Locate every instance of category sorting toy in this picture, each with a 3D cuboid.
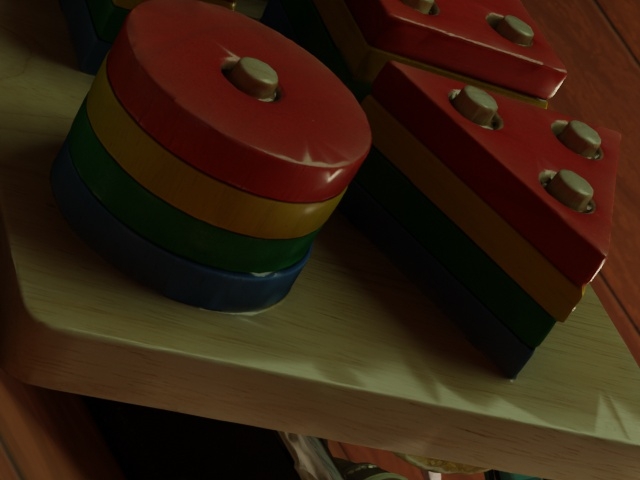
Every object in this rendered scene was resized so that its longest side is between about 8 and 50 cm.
[{"bbox_3d":[0.001,-0.044,0.625,0.257,0.089,0.255,14,33,-29],"label":"sorting toy"}]

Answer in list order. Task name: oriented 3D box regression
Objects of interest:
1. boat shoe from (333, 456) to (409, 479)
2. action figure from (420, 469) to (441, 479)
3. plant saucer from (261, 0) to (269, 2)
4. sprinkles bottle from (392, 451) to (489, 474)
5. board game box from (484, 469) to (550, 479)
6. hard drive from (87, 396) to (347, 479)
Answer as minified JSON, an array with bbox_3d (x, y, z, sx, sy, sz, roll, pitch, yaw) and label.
[{"bbox_3d":[0.057,0.225,1.006,0.095,0.095,0.257,25,-36,51],"label":"boat shoe"},{"bbox_3d":[-0.046,-0.006,1.223,0.370,0.248,0.275,62,32,-42],"label":"action figure"},{"bbox_3d":[-0.074,-0.201,0.880,0.401,0.100,0.400,23,-8,3],"label":"plant saucer"},{"bbox_3d":[0.000,0.000,0.894,0.121,0.121,0.355,59,-13,-29],"label":"sprinkles bottle"},{"bbox_3d":[0.178,0.267,0.991,0.336,0.079,0.253,-112,-170,-68],"label":"board game box"},{"bbox_3d":[-0.004,0.137,0.697,0.339,0.064,0.237,58,-2,16],"label":"hard drive"}]
